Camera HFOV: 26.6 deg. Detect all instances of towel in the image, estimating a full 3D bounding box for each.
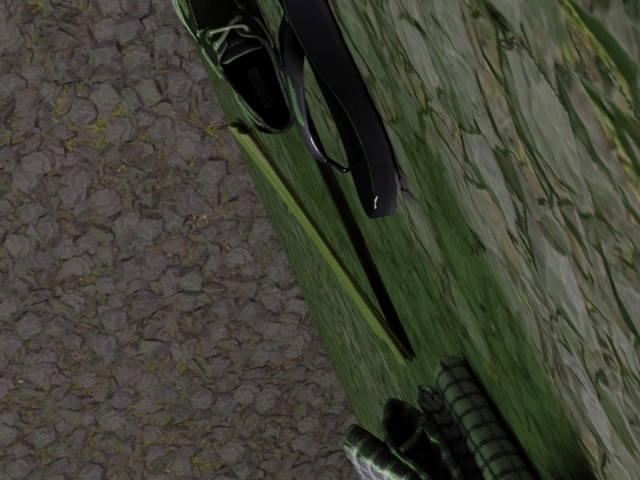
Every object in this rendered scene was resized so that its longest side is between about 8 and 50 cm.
[{"bbox_3d":[0.133,0.272,1.118,0.235,0.121,0.283,60,173,44],"label":"towel"}]

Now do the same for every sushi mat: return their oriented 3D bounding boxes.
[{"bbox_3d":[0.000,0.000,1.512,0.316,0.019,0.151,55,177,-12],"label":"sushi mat"}]

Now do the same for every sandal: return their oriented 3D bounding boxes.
[{"bbox_3d":[-0.010,-0.131,1.001,0.097,0.054,0.254,-133,19,-77],"label":"sandal"}]

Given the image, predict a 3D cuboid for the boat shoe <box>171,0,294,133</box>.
[{"bbox_3d":[-0.088,-0.211,1.427,0.219,0.078,0.070,58,178,-13],"label":"boat shoe"}]
